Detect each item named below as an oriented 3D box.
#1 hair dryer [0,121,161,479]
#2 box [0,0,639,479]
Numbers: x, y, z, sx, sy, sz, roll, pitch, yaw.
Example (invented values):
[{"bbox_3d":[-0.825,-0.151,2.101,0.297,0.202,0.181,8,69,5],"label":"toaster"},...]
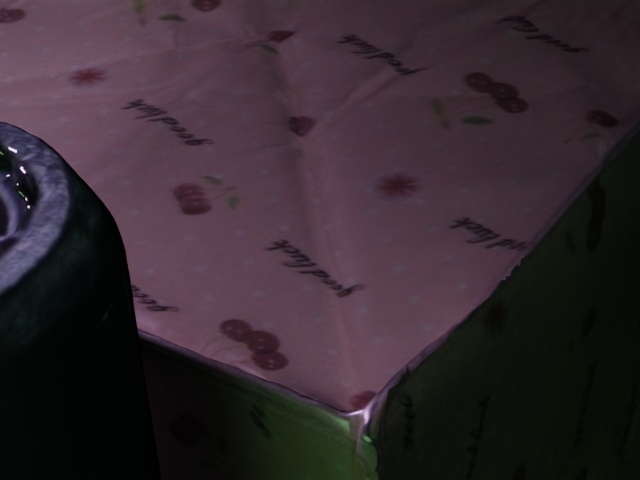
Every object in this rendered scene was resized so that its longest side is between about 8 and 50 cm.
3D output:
[{"bbox_3d":[-0.179,0.032,0.445,0.352,0.107,0.189,21,130,32],"label":"hair dryer"},{"bbox_3d":[0.000,0.000,0.556,0.225,0.297,0.190,20,135,27],"label":"box"}]
